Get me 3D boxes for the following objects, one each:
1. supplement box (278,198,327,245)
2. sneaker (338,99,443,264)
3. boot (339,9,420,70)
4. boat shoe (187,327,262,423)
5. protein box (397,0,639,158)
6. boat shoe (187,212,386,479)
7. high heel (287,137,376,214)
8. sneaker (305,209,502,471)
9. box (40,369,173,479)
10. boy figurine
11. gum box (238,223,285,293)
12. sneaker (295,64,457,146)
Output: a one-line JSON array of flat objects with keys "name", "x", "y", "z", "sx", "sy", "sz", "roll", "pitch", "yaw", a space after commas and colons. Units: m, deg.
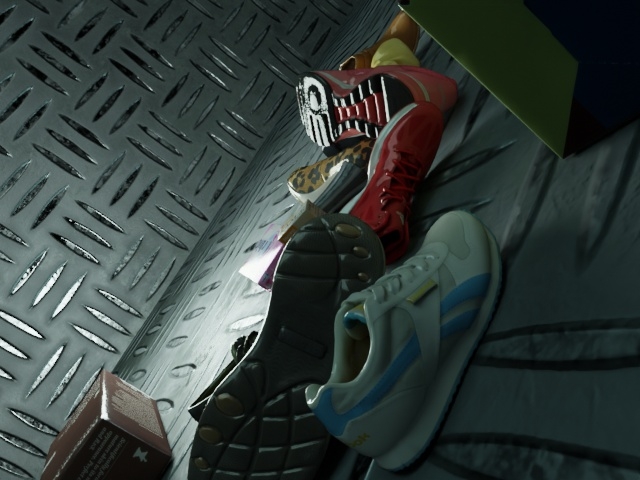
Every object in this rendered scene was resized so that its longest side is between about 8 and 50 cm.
[{"name": "supplement box", "x": 0.000, "y": 0.000, "z": 0.787, "sx": 0.062, "sy": 0.098, "sz": 0.036, "roll": -47, "pitch": 17, "yaw": 23}, {"name": "sneaker", "x": 0.099, "y": -0.055, "z": 0.691, "sx": 0.221, "sy": 0.086, "sz": 0.128, "roll": -63, "pitch": 22, "yaw": 11}, {"name": "boot", "x": 0.110, "y": -0.367, "z": 1.156, "sx": 0.152, "sy": 0.073, "sz": 0.197, "roll": -18, "pitch": -38, "yaw": -46}, {"name": "boat shoe", "x": -0.086, "y": 0.156, "z": 0.749, "sx": 0.224, "sy": 0.073, "sz": 0.080, "roll": -53, "pitch": 16, "yaw": 4}, {"name": "protein box", "x": 0.201, "y": -0.223, "z": 0.491, "sx": 0.136, "sy": 0.199, "sz": 0.201, "roll": -36, "pitch": 23, "yaw": 46}, {"name": "boat shoe", "x": -0.018, "y": 0.135, "z": 0.568, "sx": 0.325, "sy": 0.123, "sz": 0.116, "roll": -62, "pitch": -18, "yaw": 0}, {"name": "high heel", "x": 0.037, "y": -0.121, "z": 0.984, "sx": 0.186, "sy": 0.093, "sz": 0.261, "roll": -44, "pitch": 19, "yaw": 8}, {"name": "sneaker", "x": 0.072, "y": 0.057, "z": 0.468, "sx": 0.087, "sy": 0.092, "sz": 0.229, "roll": -31, "pitch": 26, "yaw": 58}, {"name": "box", "x": -0.389, "y": 0.379, "z": 1.043, "sx": 0.191, "sy": 0.143, "sz": 0.381, "roll": -57, "pitch": 18, "yaw": -13}, {"name": "boy figurine", "x": 0.098, "y": -0.257, "z": 1.071, "sx": 0.177, "sy": 0.092, "sz": 0.285, "roll": -31, "pitch": 26, "yaw": 55}, {"name": "gum box", "x": -0.069, "y": 0.034, "z": 0.980, "sx": 0.107, "sy": 0.062, "sz": 0.188, "roll": -56, "pitch": 15, "yaw": -7}, {"name": "sneaker", "x": 0.079, "y": -0.211, "z": 0.900, "sx": 0.136, "sy": 0.116, "sz": 0.313, "roll": -21, "pitch": 25, "yaw": -30}]
